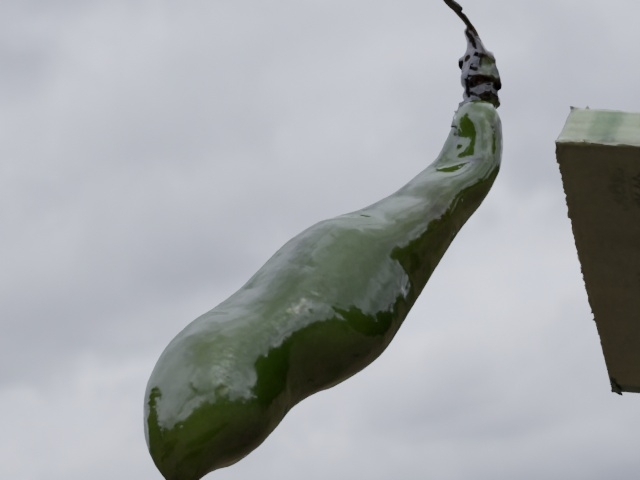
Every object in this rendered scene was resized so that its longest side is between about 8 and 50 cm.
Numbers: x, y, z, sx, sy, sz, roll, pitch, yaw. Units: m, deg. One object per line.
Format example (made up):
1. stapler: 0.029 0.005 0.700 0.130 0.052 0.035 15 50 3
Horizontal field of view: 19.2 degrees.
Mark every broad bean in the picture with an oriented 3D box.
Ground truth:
1. broad bean: 0.009 0.007 0.935 0.098 0.318 0.056 39 -33 -10

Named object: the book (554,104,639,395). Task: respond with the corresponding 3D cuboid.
1. book: 0.261 0.020 0.867 0.283 0.025 0.215 3 -37 20
